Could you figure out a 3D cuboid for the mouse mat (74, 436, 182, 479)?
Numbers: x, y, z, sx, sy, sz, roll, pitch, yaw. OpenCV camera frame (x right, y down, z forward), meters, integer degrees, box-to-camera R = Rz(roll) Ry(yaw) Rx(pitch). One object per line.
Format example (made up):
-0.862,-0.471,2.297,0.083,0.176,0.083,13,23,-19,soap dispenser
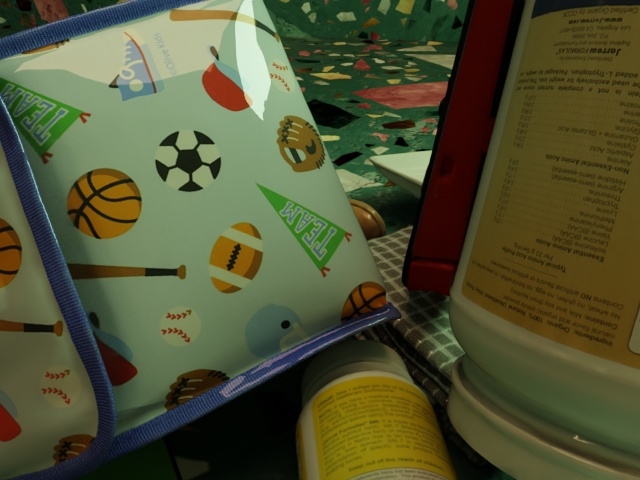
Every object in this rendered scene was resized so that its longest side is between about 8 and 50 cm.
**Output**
-0.207,0.203,0.552,0.152,0.007,0.190,-12,32,-23,mouse mat

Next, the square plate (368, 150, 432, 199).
0.303,-0.067,0.951,0.343,0.049,0.347,-7,28,-29,square plate

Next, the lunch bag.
-0.178,0.000,0.531,0.385,0.328,0.239,-22,-2,-16,lunch bag

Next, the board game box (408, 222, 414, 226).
0.240,-0.012,0.932,0.186,0.026,0.126,-17,33,-29,board game box

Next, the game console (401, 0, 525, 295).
0.170,-0.161,0.634,0.060,0.342,0.386,14,32,16,game console

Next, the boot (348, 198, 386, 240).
-0.024,0.022,0.782,0.197,0.073,0.152,-12,24,47,boot

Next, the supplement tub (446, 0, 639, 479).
0.213,-0.008,0.408,0.228,0.317,0.228,12,10,-2,supplement tub

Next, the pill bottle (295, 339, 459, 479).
0.042,0.178,0.483,0.119,0.119,0.209,-3,29,-5,pill bottle

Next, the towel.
0.156,0.075,0.673,0.234,0.122,0.283,-16,33,-26,towel
